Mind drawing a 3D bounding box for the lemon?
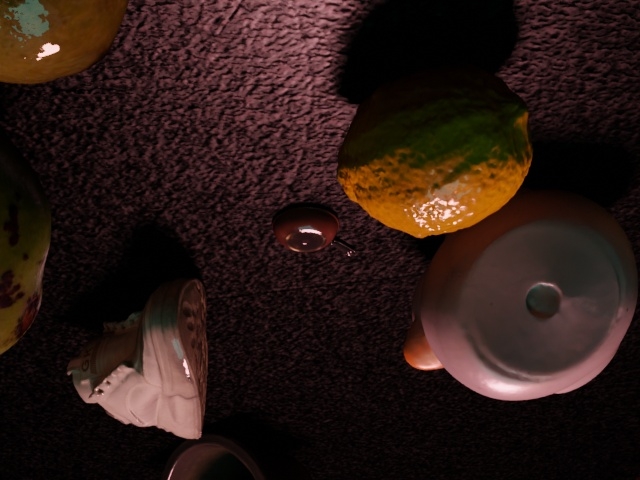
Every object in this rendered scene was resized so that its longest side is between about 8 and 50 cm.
[{"bbox_3d":[0.093,-0.075,1.072,0.187,0.142,0.142,-16,148,31],"label":"lemon"}]

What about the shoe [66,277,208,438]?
[{"bbox_3d":[-0.206,0.133,1.411,0.159,0.124,0.316,3,150,1],"label":"shoe"}]

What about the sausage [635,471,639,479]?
[{"bbox_3d":[0.511,0.302,1.818,0.088,0.088,0.433,-6,150,2],"label":"sausage"}]

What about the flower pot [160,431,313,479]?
[{"bbox_3d":[-0.097,0.377,1.771,0.148,0.235,0.235,-1,156,-47],"label":"flower pot"}]

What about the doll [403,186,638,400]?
[{"bbox_3d":[0.194,0.056,1.290,0.251,0.221,0.221,-37,145,0],"label":"doll"}]

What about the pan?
[{"bbox_3d":[0.000,0.001,1.299,0.068,0.023,0.115,-26,143,30],"label":"pan"}]

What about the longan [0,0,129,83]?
[{"bbox_3d":[-0.209,-0.189,0.857,0.155,0.176,0.145,-36,-176,15],"label":"longan"}]

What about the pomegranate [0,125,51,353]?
[{"bbox_3d":[-0.339,0.005,1.036,0.254,0.270,0.254,-12,127,-16],"label":"pomegranate"}]
